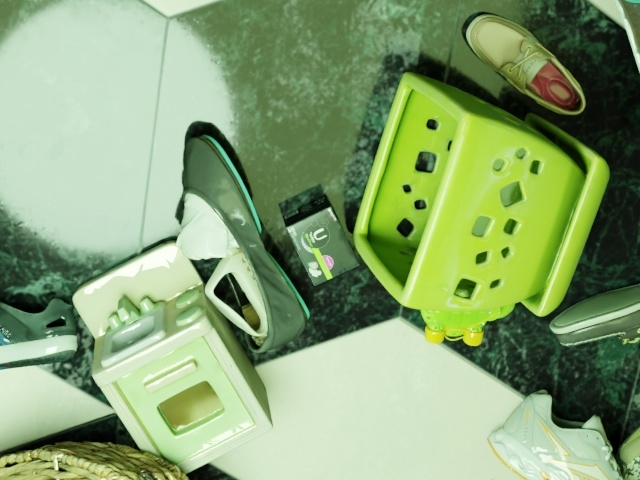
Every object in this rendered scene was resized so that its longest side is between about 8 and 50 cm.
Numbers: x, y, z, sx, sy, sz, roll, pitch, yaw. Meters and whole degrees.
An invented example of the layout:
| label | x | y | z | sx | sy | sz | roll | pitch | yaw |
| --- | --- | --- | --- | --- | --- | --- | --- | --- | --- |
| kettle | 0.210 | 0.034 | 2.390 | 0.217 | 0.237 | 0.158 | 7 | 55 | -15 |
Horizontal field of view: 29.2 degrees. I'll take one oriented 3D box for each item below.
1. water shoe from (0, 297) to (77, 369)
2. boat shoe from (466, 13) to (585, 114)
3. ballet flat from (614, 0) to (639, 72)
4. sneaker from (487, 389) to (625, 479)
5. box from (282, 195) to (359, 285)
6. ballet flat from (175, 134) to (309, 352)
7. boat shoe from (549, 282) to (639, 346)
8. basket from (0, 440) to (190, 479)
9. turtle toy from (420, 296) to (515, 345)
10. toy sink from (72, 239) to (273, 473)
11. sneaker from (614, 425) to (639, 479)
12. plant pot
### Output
| label | x | y | z | sx | sy | sz | roll | pitch | yaw |
| --- | --- | --- | --- | --- | --- | --- | --- | --- | --- |
| water shoe | -0.390 | 0.112 | 1.467 | 0.203 | 0.073 | 0.080 | -5 | 76 | 1 |
| boat shoe | 0.247 | -0.205 | 1.438 | 0.170 | 0.059 | 0.063 | 32 | 102 | -16 |
| ballet flat | 0.411 | -0.284 | 1.405 | 0.139 | 0.139 | 0.400 | -19 | 113 | -1 |
| sneaker | 0.347 | 0.292 | 1.559 | 0.262 | 0.099 | 0.121 | 36 | 93 | 13 |
| box | 0.000 | 0.000 | 1.479 | 0.062 | 0.052 | 0.083 | -26 | 109 | 2 |
| ballet flat | -0.104 | 0.015 | 1.438 | 0.096 | 0.095 | 0.280 | -38 | 112 | -27 |
| boat shoe | 0.403 | 0.093 | 1.548 | 0.228 | 0.081 | 0.068 | -20 | 106 | -3 |
| basket | -0.270 | 0.345 | 1.465 | 0.299 | 0.223 | 0.213 | -8 | 81 | 30 |
| turtle toy | 0.180 | 0.077 | 1.521 | 0.130 | 0.066 | 0.095 | 4 | 110 | -9 |
| toy sink | -0.179 | 0.144 | 1.461 | 0.153 | 0.131 | 0.234 | -27 | 110 | 2 |
| sneaker | 0.587 | 0.320 | 1.594 | 0.410 | 0.182 | 0.158 | 6 | 106 | -7 |
| plant pot | 0.185 | -0.046 | 1.403 | 0.207 | 0.228 | 0.227 | 11 | 107 | -19 |
